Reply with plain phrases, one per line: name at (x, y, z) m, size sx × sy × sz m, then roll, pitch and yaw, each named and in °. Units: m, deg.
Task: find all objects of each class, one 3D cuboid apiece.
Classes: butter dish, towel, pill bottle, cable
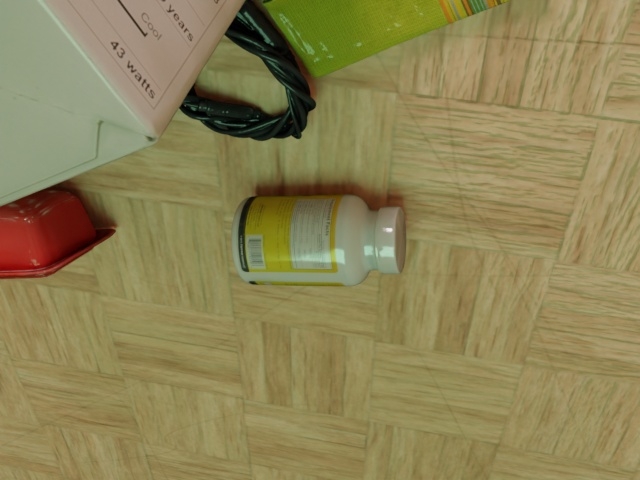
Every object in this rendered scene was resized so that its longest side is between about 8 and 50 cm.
butter dish at (-0.360, -0.025, 0.957) m, size 0.160 × 0.160 × 0.118 m, roll -2°, pitch 109°, yaw 18°
towel at (0.068, -0.223, 0.705) m, size 0.237 × 0.021 × 0.102 m, roll -16°, pitch 126°, yaw 29°
pill bottle at (0.000, 0.000, 0.885) m, size 0.184 × 0.103 × 0.103 m, roll 0°, pitch 133°, yaw 16°
cable at (-0.089, -0.161, 0.793) m, size 0.150 × 0.047 × 0.184 m, roll -24°, pitch 123°, yaw 34°

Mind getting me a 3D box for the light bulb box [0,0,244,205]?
light bulb box at (-0.218, -0.269, 0.500) m, size 0.225 × 0.361 × 0.358 m, roll -15°, pitch 127°, yaw 30°
